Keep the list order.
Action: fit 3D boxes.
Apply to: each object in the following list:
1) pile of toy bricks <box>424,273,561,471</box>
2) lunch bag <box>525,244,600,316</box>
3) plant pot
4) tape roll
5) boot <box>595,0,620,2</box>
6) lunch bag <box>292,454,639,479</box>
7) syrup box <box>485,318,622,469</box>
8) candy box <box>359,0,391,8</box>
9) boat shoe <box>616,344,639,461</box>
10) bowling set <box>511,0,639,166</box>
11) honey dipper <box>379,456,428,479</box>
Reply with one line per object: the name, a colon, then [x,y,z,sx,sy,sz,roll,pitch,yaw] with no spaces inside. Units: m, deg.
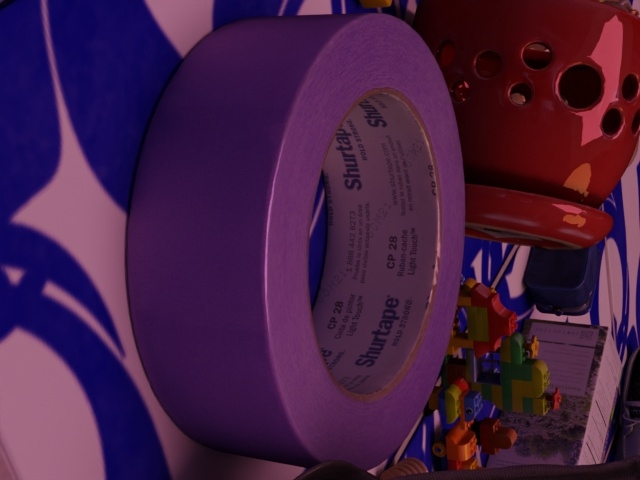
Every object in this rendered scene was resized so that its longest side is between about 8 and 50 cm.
pile of toy bricks: [0.159,0.126,0.984,0.118,0.105,0.212,-34,123,-56]
lunch bag: [0.266,0.037,1.212,0.065,0.067,0.098,56,47,-48]
plant pot: [0.154,-0.087,0.861,0.191,0.191,0.174,16,82,-61]
tape roll: [0.000,0.000,0.689,0.275,0.090,0.274,-16,108,-61]
boot: [0.322,-0.302,1.288,0.207,0.090,0.248,76,30,-53]
lunch bag: [0.063,0.222,0.644,0.235,0.287,0.169,47,38,-59]
syrup box: [0.241,0.207,1.161,0.096,0.093,0.237,57,45,-49]
candy box: [0.014,-0.262,0.746,0.206,0.027,0.105,52,46,-52]
boat shoe: [0.462,0.253,1.611,0.081,0.079,0.227,52,43,-42]
bowling set: [0.236,-0.160,1.071,0.287,0.200,0.154,-24,118,-11]
honey dipper: [0.036,0.202,0.848,0.161,0.030,0.030,-15,107,-58]
